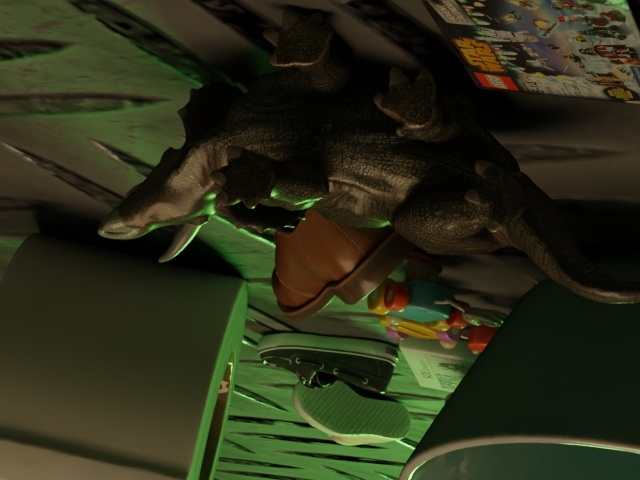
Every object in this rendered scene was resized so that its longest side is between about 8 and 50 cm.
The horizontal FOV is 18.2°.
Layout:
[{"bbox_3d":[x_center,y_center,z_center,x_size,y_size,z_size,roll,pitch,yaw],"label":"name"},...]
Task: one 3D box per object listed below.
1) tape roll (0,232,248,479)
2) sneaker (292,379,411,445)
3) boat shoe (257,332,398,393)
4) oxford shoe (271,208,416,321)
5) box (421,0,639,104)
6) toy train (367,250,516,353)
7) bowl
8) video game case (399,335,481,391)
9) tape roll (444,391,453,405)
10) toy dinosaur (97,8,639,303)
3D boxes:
[{"bbox_3d":[-0.161,0.130,1.504,0.169,0.246,0.246,13,165,2],"label":"tape roll"},{"bbox_3d":[0.013,0.161,1.849,0.134,0.051,0.070,19,160,-37],"label":"sneaker"},{"bbox_3d":[0.001,0.103,1.662,0.142,0.040,0.049,0,161,40],"label":"boat shoe"},{"bbox_3d":[0.000,0.000,1.265,0.076,0.076,0.212,45,164,-3],"label":"oxford shoe"},{"bbox_3d":[0.097,-0.097,0.853,0.094,0.027,0.137,8,165,22],"label":"box"},{"bbox_3d":[0.099,0.045,1.360,0.125,0.046,0.166,7,167,17],"label":"toy train"},{"bbox_3d":[0.215,0.118,1.228,0.311,0.163,0.311,13,154,7],"label":"bowl"},{"bbox_3d":[0.148,0.109,1.598,0.157,0.019,0.143,10,165,12],"label":"video game case"},{"bbox_3d":[0.281,0.175,1.535,0.392,0.072,0.392,7,170,1],"label":"tape roll"},{"bbox_3d":[0.037,-0.039,1.015,0.313,0.121,0.160,6,177,9],"label":"toy dinosaur"}]
